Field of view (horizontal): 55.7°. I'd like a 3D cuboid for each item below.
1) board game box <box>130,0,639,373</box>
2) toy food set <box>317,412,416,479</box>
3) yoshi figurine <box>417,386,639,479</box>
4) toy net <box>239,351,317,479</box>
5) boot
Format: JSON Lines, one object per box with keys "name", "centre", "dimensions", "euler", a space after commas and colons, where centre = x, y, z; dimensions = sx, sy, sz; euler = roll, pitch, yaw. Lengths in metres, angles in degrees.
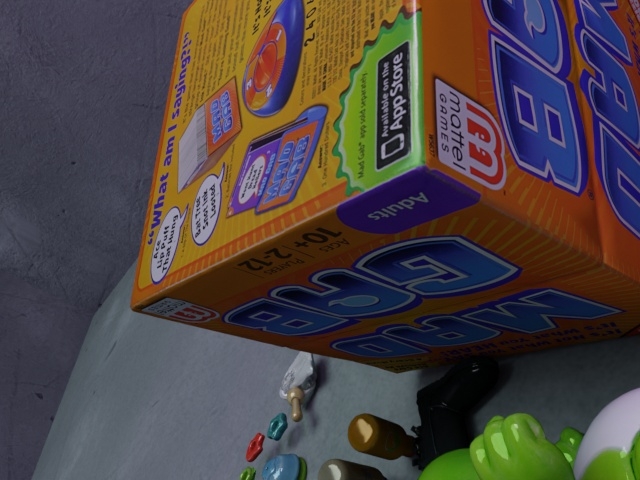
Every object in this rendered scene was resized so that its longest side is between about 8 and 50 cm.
{"name": "board game box", "centre": [0.081, -0.096, 0.589], "dimensions": [0.356, 0.356, 0.356], "euler": [-23, 55, 46]}
{"name": "toy food set", "centre": [0.059, 0.309, 0.618], "dimensions": [0.111, 0.104, 0.232], "euler": [-28, 52, 27]}
{"name": "yoshi figurine", "centre": [0.179, 0.163, 0.420], "dimensions": [0.362, 0.203, 0.203], "euler": [-55, 3, 20]}
{"name": "toy net", "centre": [-0.050, 0.274, 0.916], "dimensions": [0.122, 0.045, 0.232], "euler": [-32, 31, 49]}
{"name": "boot", "centre": [0.143, 0.188, 0.632], "dimensions": [0.121, 0.045, 0.099], "euler": [-43, 27, 36]}
